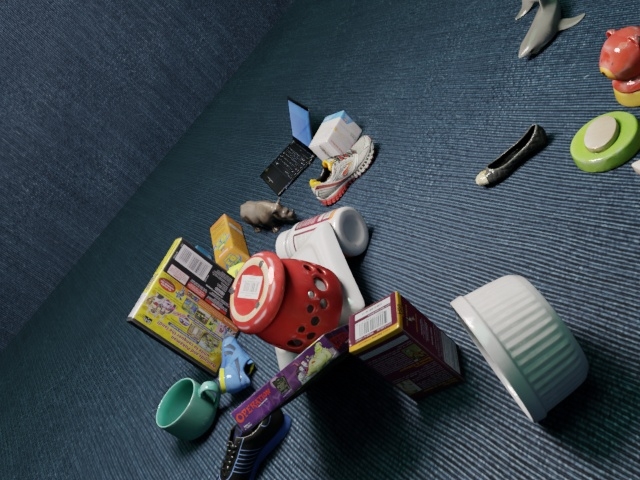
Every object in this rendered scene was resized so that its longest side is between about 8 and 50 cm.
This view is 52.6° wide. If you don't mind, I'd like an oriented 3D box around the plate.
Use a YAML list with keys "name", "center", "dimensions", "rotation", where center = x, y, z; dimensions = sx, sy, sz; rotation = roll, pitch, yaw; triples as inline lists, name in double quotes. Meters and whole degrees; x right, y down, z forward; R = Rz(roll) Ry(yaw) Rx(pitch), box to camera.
- name: "plate"
  center: [-0.040, 0.130, 1.446]
  dimensions: [0.277, 0.045, 0.278]
  rotation: [-49, 39, 26]

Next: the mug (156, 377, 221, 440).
- name: "mug"
  center: [-0.298, 0.402, 1.519]
  dimensions: [0.158, 0.097, 0.129]
  rotation: [-13, 43, 45]

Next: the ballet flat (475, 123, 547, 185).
- name: "ballet flat"
  center: [0.393, -0.179, 1.357]
  dimensions: [0.173, 0.049, 0.057]
  rotation: [-40, 29, 14]

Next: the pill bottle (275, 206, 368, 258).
- name: "pill bottle"
  center: [0.000, 0.000, 1.590]
  dimensions: [0.221, 0.121, 0.121]
  rotation: [-17, 41, 42]

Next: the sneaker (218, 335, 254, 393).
- name: "sneaker"
  center: [-0.199, 0.297, 1.567]
  dimensions: [0.082, 0.069, 0.209]
  rotation: [-11, 23, -2]

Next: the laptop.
- name: "laptop"
  center: [-0.121, -0.313, 2.123]
  dimensions: [0.264, 0.136, 0.234]
  rotation: [-46, 28, 2]

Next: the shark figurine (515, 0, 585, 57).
- name: "shark figurine"
  center: [0.541, -0.585, 1.600]
  dimensions: [0.166, 0.116, 0.278]
  rotation: [-26, 37, 31]

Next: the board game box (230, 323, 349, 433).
- name: "board game box"
  center: [-0.014, 0.232, 1.184]
  dimensions: [0.208, 0.056, 0.347]
  rotation: [-46, -12, 9]

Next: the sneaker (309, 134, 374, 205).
- name: "sneaker"
  center: [0.062, -0.205, 1.789]
  dimensions: [0.225, 0.093, 0.088]
  rotation: [-50, 29, -6]

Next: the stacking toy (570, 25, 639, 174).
- name: "stacking toy"
  center: [0.570, -0.251, 1.127]
  dimensions: [0.279, 0.130, 0.309]
  rotation: [-48, 28, -2]

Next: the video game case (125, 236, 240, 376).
- name: "video game case"
  center: [-0.316, 0.170, 1.643]
  dimensions: [0.035, 0.275, 0.248]
  rotation: [-12, 44, 50]

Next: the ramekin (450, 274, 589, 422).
- name: "ramekin"
  center: [0.292, 0.148, 0.942]
  dimensions: [0.109, 0.207, 0.207]
  rotation: [-34, 30, 4]

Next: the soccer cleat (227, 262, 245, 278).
- name: "soccer cleat"
  center: [-0.263, 0.190, 1.774]
  dimensions: [0.121, 0.093, 0.289]
  rotation: [22, 64, 28]

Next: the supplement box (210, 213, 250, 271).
- name: "supplement box"
  center: [-0.282, 0.009, 2.003]
  dimensions: [0.078, 0.080, 0.233]
  rotation: [-45, 31, 10]

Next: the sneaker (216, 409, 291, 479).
- name: "sneaker"
  center: [-0.161, 0.428, 1.309]
  dimensions: [0.232, 0.090, 0.081]
  rotation: [-54, 29, -12]

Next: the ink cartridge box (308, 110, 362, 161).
- name: "ink cartridge box"
  center: [0.041, -0.297, 1.932]
  dimensions: [0.090, 0.092, 0.143]
  rotation: [-6, 48, 51]

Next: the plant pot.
- name: "plant pot"
  center: [-0.078, 0.125, 1.314]
  dimensions: [0.191, 0.174, 0.191]
  rotation: [-26, 55, 44]

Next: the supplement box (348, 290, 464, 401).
- name: "supplement box"
  center: [0.146, 0.183, 1.097]
  dimensions: [0.104, 0.188, 0.081]
  rotation: [-32, 34, 28]

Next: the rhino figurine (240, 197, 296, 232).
- name: "rhino figurine"
  center: [-0.152, -0.078, 1.905]
  dimensions: [0.243, 0.106, 0.073]
  rotation: [-2, 52, 52]

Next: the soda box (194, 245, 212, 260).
- name: "soda box"
  center: [-0.398, 0.116, 2.033]
  dimensions: [0.067, 0.071, 0.210]
  rotation: [-33, 32, 24]
